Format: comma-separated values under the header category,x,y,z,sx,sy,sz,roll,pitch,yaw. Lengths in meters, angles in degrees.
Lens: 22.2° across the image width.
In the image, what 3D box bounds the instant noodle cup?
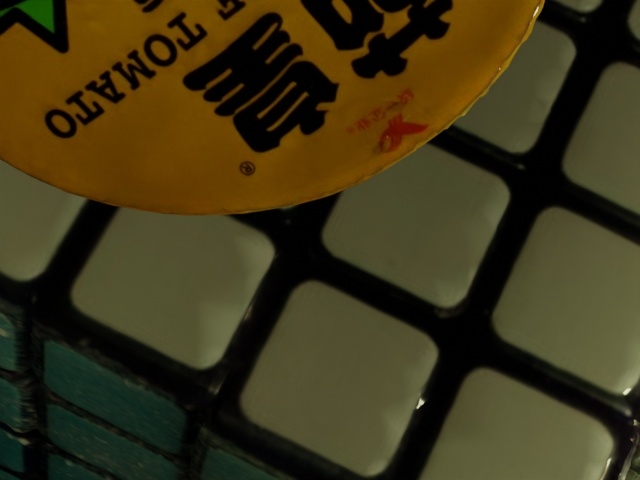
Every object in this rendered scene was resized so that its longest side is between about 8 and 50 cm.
category,x,y,z,sx,sy,sz,roll,pitch,yaw
instant noodle cup,-0.031,-0.139,0.515,0.172,0.216,0.215,-78,-170,-60

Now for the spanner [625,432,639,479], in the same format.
category,x,y,z,sx,sy,sz,roll,pitch,yaw
spanner,0.154,0.081,0.838,0.254,0.015,0.054,-56,169,-74

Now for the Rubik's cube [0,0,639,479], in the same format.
category,x,y,z,sx,sy,sz,roll,pitch,yaw
Rubik's cube,0.000,0.000,0.856,0.344,0.337,0.343,107,9,-65
